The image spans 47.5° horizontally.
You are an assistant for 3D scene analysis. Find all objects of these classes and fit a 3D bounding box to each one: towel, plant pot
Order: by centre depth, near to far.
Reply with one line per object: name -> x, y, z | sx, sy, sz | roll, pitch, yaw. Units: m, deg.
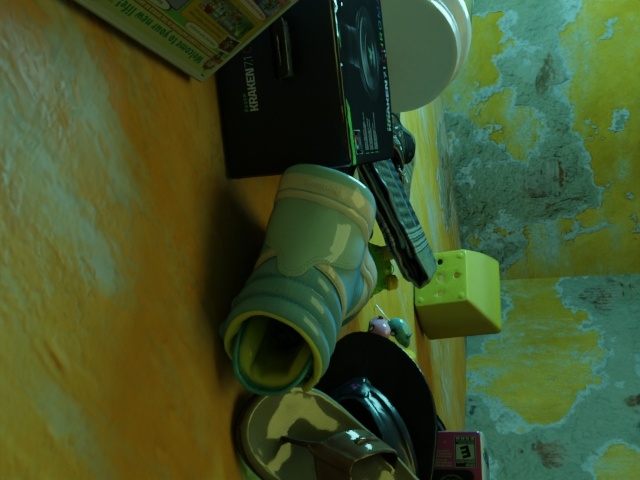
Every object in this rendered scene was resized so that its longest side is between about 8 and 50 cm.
towel -> 0.099, -0.076, 1.170 | 0.312, 0.056, 0.324 | 66, 11, 2
plant pot -> 0.353, 0.130, 1.950 | 0.187, 0.212, 0.212 | 40, 47, -52

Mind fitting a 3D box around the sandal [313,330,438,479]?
sandal -> 0.046, 0.290, 0.838 | 0.107, 0.168, 0.445 | 73, 20, -50

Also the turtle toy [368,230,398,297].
turtle toy -> 0.070, 0.030, 1.158 | 0.066, 0.095, 0.130 | -116, -162, -77

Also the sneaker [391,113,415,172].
sneaker -> 0.133, -0.173, 1.430 | 0.227, 0.087, 0.130 | 46, 49, -69

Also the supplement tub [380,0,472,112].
supplement tub -> 0.140, -0.368, 1.225 | 0.316, 0.229, 0.228 | -72, 154, -54

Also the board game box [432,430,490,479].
board game box -> 0.102, 0.399, 0.913 | 0.097, 0.224, 0.303 | 55, 34, -64

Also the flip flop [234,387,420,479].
flip flop -> 0.038, 0.241, 0.738 | 0.277, 0.080, 0.112 | 41, 60, -8

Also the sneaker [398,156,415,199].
sneaker -> 0.171, -0.159, 1.588 | 0.071, 0.066, 0.188 | 38, 50, -68

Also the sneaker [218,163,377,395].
sneaker -> -0.024, 0.079, 0.771 | 0.319, 0.127, 0.208 | 79, 30, -64

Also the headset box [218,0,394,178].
headset box -> -0.014, -0.202, 0.814 | 0.283, 0.131, 0.246 | -26, 110, -73

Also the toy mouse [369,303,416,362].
toy mouse -> 0.136, 0.172, 1.364 | 0.161, 0.031, 0.143 | 27, 36, -42

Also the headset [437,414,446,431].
headset -> 0.214, 0.398, 1.387 | 0.243, 0.185, 0.394 | 58, 21, -59

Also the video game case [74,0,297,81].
video game case -> -0.069, -0.216, 0.548 | 0.023, 0.193, 0.212 | 54, 10, 13

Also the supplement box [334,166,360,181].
supplement box -> 0.006, -0.051, 0.934 | 0.083, 0.083, 0.056 | -72, 154, -53
